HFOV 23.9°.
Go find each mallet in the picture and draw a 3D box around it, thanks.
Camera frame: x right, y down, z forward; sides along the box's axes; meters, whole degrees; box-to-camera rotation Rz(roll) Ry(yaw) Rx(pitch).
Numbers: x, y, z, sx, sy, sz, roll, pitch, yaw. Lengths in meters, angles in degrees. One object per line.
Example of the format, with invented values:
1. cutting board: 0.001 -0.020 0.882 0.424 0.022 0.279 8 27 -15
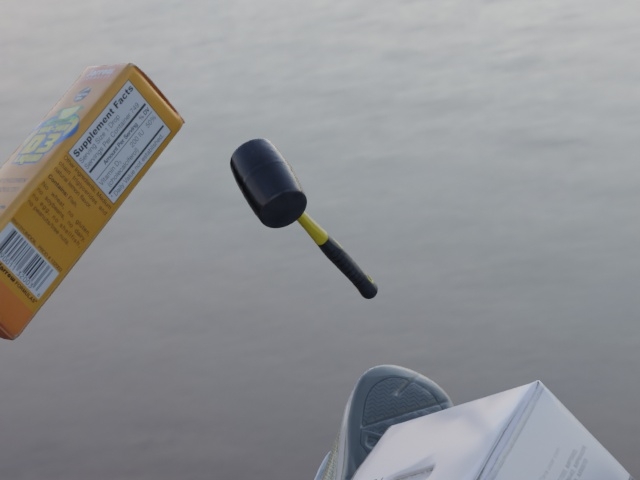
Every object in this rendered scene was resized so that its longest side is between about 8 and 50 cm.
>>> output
1. mallet: 0.000 0.000 1.095 0.039 0.189 0.062 -36 43 6

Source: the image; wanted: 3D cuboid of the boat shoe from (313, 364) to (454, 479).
1. boat shoe: 0.028 0.238 1.102 0.118 0.103 0.320 20 47 -8

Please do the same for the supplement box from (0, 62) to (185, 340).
1. supplement box: -0.209 -0.034 1.181 0.078 0.080 0.233 1 46 48

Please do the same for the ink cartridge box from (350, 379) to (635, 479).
1. ink cartridge box: 0.135 0.200 0.919 0.158 0.218 0.092 -27 23 52
